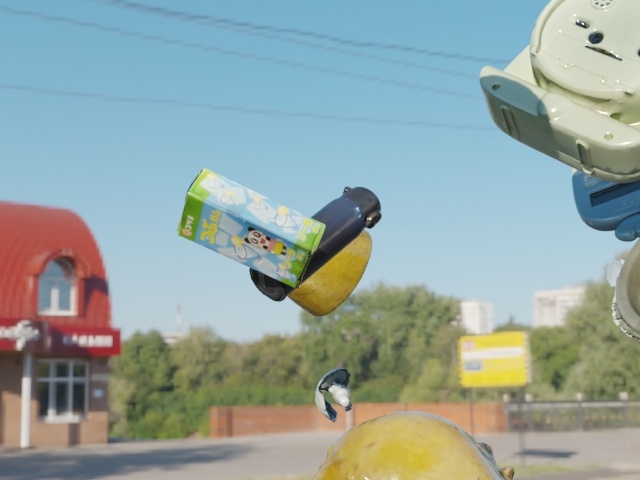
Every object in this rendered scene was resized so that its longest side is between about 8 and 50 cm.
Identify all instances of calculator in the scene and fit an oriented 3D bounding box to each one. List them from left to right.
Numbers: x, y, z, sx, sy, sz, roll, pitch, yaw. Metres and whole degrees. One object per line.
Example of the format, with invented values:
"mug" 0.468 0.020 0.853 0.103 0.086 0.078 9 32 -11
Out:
"calculator" 0.517 -0.105 1.652 0.188 0.303 0.042 -21 -50 23

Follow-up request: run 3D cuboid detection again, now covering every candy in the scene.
"candy" -0.099 -0.016 1.383 0.194 0.062 0.097 25 -40 1

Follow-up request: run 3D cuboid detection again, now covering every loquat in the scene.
"loquat" 0.079 0.213 0.725 0.204 0.172 0.149 -3 -3 34

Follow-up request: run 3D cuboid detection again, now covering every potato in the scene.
"potato" -0.020 0.033 1.878 0.158 0.178 0.203 32 -40 -30

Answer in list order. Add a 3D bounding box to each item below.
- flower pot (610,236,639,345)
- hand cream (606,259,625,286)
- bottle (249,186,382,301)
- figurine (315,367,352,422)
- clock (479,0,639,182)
"flower pot" 0.361 0.041 0.767 0.140 0.235 0.235 47 -29 -17
"hand cream" 0.396 0.043 1.087 0.170 0.043 0.065 6 31 -19
"bottle" 0.000 0.000 1.511 0.082 0.244 0.072 32 -38 24
"figurine" 0.032 0.300 1.878 0.082 0.086 0.094 -27 -40 6
"clock" 0.397 -0.249 1.325 0.265 0.324 0.108 31 -15 36
